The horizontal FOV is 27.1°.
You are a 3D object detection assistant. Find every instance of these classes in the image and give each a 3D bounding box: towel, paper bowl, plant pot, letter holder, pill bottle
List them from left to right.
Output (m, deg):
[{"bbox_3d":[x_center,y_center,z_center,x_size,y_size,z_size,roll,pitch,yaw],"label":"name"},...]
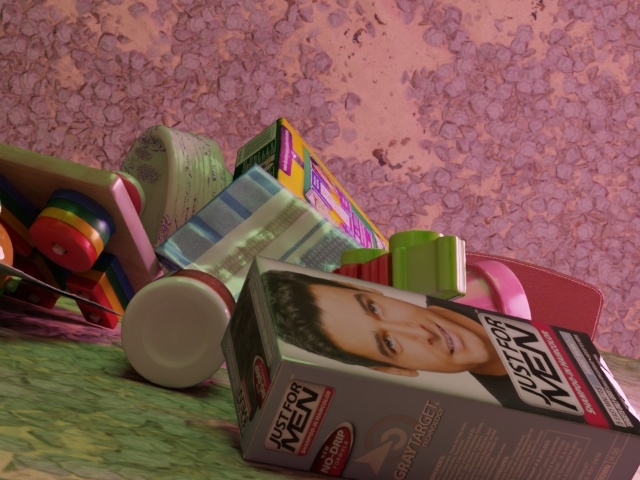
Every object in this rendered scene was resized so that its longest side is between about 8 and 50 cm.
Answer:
[{"bbox_3d":[-0.226,-0.029,2.081,0.148,0.284,0.284,12,3,-28],"label":"paper bowl"},{"bbox_3d":[-0.154,0.094,1.511,0.121,0.121,0.216,14,2,-1],"label":"pill bottle"},{"bbox_3d":[-0.053,0.038,1.722,0.285,0.209,0.034,39,-25,20],"label":"towel"},{"bbox_3d":[0.209,0.139,2.131,0.180,0.201,0.201,-5,11,-27],"label":"plant pot"},{"bbox_3d":[0.326,0.138,2.353,0.302,0.214,0.152,14,2,3],"label":"letter holder"}]

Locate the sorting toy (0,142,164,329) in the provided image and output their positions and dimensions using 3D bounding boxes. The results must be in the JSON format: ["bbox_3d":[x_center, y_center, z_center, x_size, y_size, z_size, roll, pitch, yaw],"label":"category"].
[{"bbox_3d":[-0.350,0.000,1.708,0.257,0.089,0.255,15,-33,23],"label":"sorting toy"}]

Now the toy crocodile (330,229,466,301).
[{"bbox_3d":[0.065,0.057,1.514,0.105,0.115,0.340,6,-11,-22],"label":"toy crocodile"}]

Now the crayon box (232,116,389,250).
[{"bbox_3d":[0.000,0.000,2.026,0.313,0.106,0.363,50,12,-15],"label":"crayon box"}]

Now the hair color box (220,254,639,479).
[{"bbox_3d":[0.105,0.143,1.272,0.374,0.113,0.185,13,25,-18],"label":"hair color box"}]

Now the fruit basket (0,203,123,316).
[{"bbox_3d":[-0.448,0.025,1.550,0.327,0.165,0.353,16,-13,24],"label":"fruit basket"}]

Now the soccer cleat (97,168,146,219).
[{"bbox_3d":[-0.377,-0.044,2.097,0.331,0.116,0.143,-19,3,36],"label":"soccer cleat"}]
